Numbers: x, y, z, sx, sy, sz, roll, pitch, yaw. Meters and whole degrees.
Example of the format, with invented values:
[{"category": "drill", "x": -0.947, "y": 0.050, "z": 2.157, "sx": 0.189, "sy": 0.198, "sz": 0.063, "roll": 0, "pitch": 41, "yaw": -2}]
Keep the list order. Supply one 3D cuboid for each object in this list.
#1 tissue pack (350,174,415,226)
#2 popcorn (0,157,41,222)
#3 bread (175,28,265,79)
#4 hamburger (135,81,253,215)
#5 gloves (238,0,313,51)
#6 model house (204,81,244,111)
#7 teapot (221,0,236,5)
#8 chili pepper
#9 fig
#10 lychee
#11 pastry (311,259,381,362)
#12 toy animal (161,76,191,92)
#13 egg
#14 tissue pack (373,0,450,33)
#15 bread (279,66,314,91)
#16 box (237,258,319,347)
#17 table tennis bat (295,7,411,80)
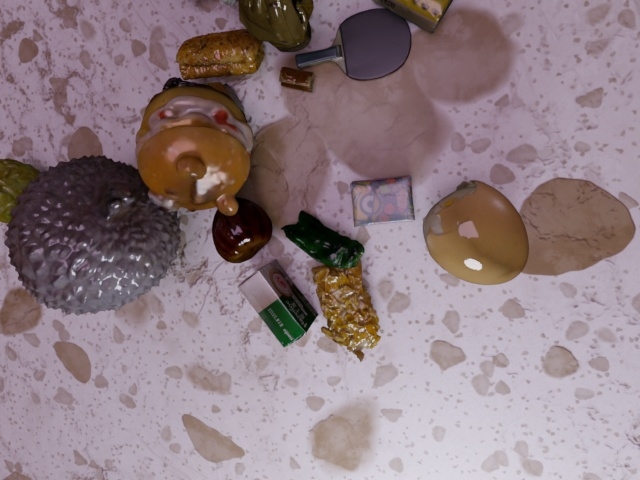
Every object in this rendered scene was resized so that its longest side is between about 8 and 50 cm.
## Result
[{"category": "tissue pack", "x": 0.148, "y": -0.095, "z": 0.999, "sx": 0.148, "sy": 0.060, "sz": 0.109, "roll": -4, "pitch": 100, "yaw": 15}, {"category": "popcorn", "x": -0.888, "y": -0.143, "z": 1.179, "sx": 0.212, "sy": 0.198, "sz": 0.198, "roll": 32, "pitch": 108, "yaw": 41}, {"category": "bread", "x": -0.242, "y": -0.447, "z": 0.999, "sx": 0.211, "sy": 0.114, "sz": 0.083, "roll": -3, "pitch": 140, "yaw": 14}, {"category": "hamburger", "x": -0.281, "y": -0.180, "z": 0.948, "sx": 0.276, "sy": 0.276, "sz": 0.237, "roll": -20, "pitch": 61, "yaw": 16}, {"category": "gloves", "x": -0.089, "y": -0.476, "z": 0.847, "sx": 0.154, "sy": 0.331, "sz": 0.141, "roll": 37, "pitch": 98, "yaw": -1}, {"category": "model house", "x": -0.263, "y": -0.334, "z": 1.031, "sx": 0.100, "sy": 0.100, "sz": 0.088, "roll": -32, "pitch": 92, "yaw": 17}, {"category": "teapot", "x": -0.186, "y": -0.635, "z": 0.869, "sx": 0.178, "sy": 0.163, "sz": 0.221, "roll": -38, "pitch": 97, "yaw": -15}, {"category": "chili pepper", "x": 0.000, "y": -0.001, "z": 1.025, "sx": 0.224, "sy": 0.061, "sz": 0.098, "roll": 28, "pitch": 79, "yaw": 22}, {"category": "fig", "x": -0.203, "y": -0.045, "z": 1.041, "sx": 0.149, "sy": 0.148, "sz": 0.202, "roll": -7, "pitch": 107, "yaw": 34}, {"category": "lychee", "x": -0.547, "y": -0.004, "z": 1.014, "sx": 0.432, "sy": 0.380, "sz": 0.380, "roll": -34, "pitch": 91, "yaw": 40}, {"category": "pastry", "x": 0.061, "y": 0.174, "z": 1.043, "sx": 0.154, "sy": 0.102, "sz": 0.250, "roll": -14, "pitch": 94, "yaw": 4}, {"category": "toy animal", "x": -0.362, "y": -0.349, "z": 1.061, "sx": 0.098, "sy": 0.098, "sz": 0.137, "roll": 38, "pitch": 128, "yaw": 4}, {"category": "egg", "x": 0.337, "y": -0.008, "z": 0.898, "sx": 0.244, "sy": 0.201, "sz": 0.201, "roll": 41, "pitch": 106, "yaw": -5}, {"category": "tissue pack", "x": 0.207, "y": -0.547, "z": 0.891, "sx": 0.169, "sy": 0.082, "sz": 0.120, "roll": 32, "pitch": 99, "yaw": 5}, {"category": "bread", "x": -0.057, "y": -0.391, "z": 1.007, "sx": 0.083, "sy": 0.036, "sz": 0.047, "roll": 14, "pitch": 101, "yaw": 8}, {"category": "box", "x": -0.105, "y": 0.157, "z": 1.064, "sx": 0.081, "sy": 0.135, "sz": 0.199, "roll": -39, "pitch": 90, "yaw": 16}, {"category": "table tennis bat", "x": 0.074, "y": -0.449, "z": 0.975, "sx": 0.274, "sy": 0.021, "sz": 0.154, "roll": -8, "pitch": 97, "yaw": 12}]
